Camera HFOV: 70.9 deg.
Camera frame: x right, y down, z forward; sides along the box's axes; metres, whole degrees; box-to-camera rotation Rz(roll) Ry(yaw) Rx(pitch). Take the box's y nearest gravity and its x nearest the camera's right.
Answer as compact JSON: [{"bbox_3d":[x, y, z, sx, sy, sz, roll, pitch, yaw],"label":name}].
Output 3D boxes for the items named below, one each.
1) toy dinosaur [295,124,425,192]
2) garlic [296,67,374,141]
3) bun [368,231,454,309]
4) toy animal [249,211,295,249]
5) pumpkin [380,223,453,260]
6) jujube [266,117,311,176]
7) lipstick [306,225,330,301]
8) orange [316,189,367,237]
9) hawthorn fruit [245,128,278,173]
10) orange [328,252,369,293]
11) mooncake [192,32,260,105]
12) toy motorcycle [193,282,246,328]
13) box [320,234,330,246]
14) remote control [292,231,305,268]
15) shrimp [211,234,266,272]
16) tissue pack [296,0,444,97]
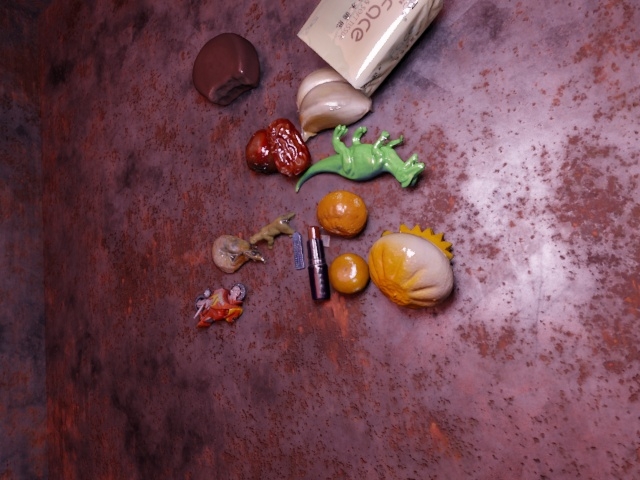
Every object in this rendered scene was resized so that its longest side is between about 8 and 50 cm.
[{"bbox_3d":[0.137,-0.237,1.736,0.500,0.144,0.374,-47,63,31],"label":"toy dinosaur"},{"bbox_3d":[0.036,-0.551,1.788,0.313,0.286,0.249,-21,117,31],"label":"garlic"},{"bbox_3d":[0.280,0.124,1.482,0.299,0.298,0.165,23,54,30],"label":"bun"},{"bbox_3d":[-0.202,-0.039,1.889,0.219,0.101,0.103,-29,71,23],"label":"toy animal"},{"bbox_3d":[0.345,0.038,1.584,0.254,0.149,0.130,25,55,22],"label":"pumpkin"},{"bbox_3d":[-0.132,-0.370,1.800,0.155,0.155,0.230,-25,92,24],"label":"jujube"},{"bbox_3d":[-0.013,0.090,1.772,0.081,0.081,0.299,-13,79,28],"label":"lipstick"},{"bbox_3d":[0.083,-0.105,1.693,0.194,0.193,0.161,1,58,30],"label":"orange"},{"bbox_3d":[-0.237,-0.401,1.929,0.181,0.181,0.234,-12,66,28],"label":"hawthorn fruit"},{"bbox_3d":[0.108,0.125,1.678,0.156,0.124,0.156,-5,70,14],"label":"orange"},{"bbox_3d":[-0.424,-0.784,2.082,0.334,0.174,0.325,41,106,25],"label":"mooncake"},{"bbox_3d":[-0.445,0.291,1.986,0.298,0.089,0.170,-20,74,26],"label":"toy motorcycle"},{"bbox_3d":[0.000,0.000,1.819,0.083,0.012,0.046,5,87,29],"label":"box"},{"bbox_3d":[-0.089,0.041,1.858,0.044,0.027,0.152,-9,80,22],"label":"remote control"},{"bbox_3d":[-0.372,0.071,1.994,0.318,0.077,0.168,16,101,35],"label":"shrimp"},{"bbox_3d":[0.168,-0.770,1.568,0.332,0.205,0.405,46,111,13],"label":"tissue pack"}]
